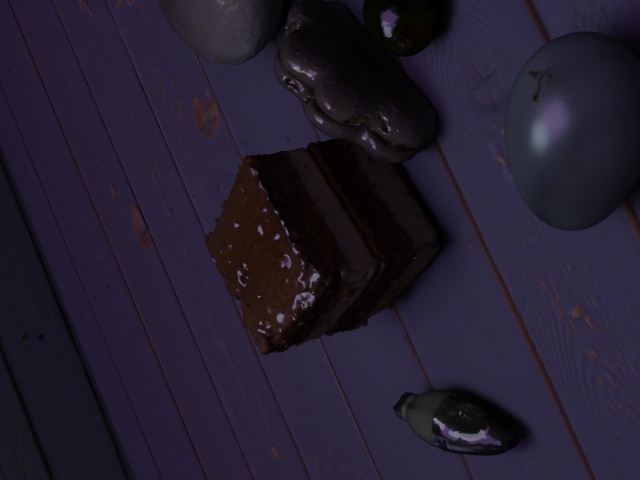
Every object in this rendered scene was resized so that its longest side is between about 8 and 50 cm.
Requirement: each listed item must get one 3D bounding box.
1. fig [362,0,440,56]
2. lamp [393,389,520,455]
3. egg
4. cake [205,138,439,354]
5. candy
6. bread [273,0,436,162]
[{"bbox_3d":[0.107,-0.354,1.541,0.177,0.117,0.117,50,141,44],"label":"fig"},{"bbox_3d":[0.224,0.306,1.688,0.250,0.101,0.101,14,117,46],"label":"lamp"},{"bbox_3d":[0.323,-0.133,1.272,0.183,0.183,0.264,33,136,42],"label":"egg"},{"bbox_3d":[0.000,0.000,1.681,0.282,0.290,0.256,59,142,18],"label":"cake"},{"bbox_3d":[-0.204,-0.526,1.786,0.386,0.186,0.427,54,148,32],"label":"candy"},{"bbox_3d":[0.033,-0.257,1.615,0.337,0.183,0.102,53,134,23],"label":"bread"}]
